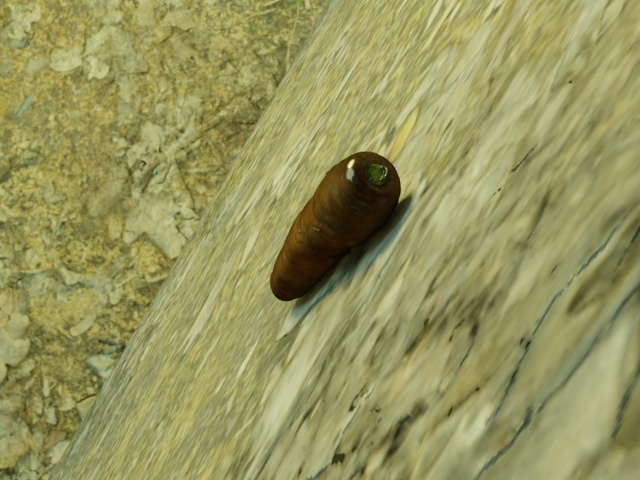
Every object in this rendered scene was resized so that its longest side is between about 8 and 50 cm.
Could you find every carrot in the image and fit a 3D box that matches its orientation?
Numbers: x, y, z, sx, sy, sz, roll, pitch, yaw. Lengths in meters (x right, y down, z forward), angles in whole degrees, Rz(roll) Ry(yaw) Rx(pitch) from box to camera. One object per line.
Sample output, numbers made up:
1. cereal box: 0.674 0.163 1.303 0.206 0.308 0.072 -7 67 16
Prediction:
1. carrot: 0.000 -0.002 0.579 0.036 0.035 0.165 -64 7 -26
